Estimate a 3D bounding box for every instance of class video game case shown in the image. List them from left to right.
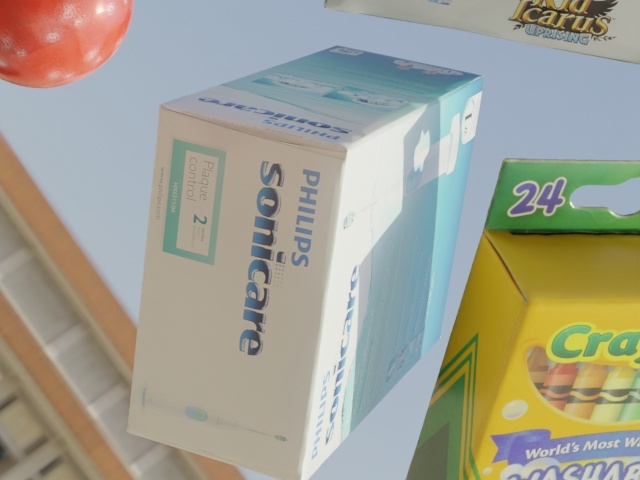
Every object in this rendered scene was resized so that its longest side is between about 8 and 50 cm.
[{"bbox_3d":[0.132,-0.224,1.030,0.269,0.244,0.061,-85,-176,-59],"label":"video game case"}]

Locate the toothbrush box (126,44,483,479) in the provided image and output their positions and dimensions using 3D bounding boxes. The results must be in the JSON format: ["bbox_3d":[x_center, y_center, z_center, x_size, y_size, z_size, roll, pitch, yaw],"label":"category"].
[{"bbox_3d":[0.000,0.000,0.944,0.126,0.295,0.216,14,-70,17],"label":"toothbrush box"}]

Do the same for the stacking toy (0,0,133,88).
[{"bbox_3d":[-0.195,-0.224,0.665,0.141,0.141,0.330,-4,-65,64],"label":"stacking toy"}]

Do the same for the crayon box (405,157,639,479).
[{"bbox_3d":[0.186,0.101,0.951,0.083,0.203,0.323,-114,-151,-51],"label":"crayon box"}]
